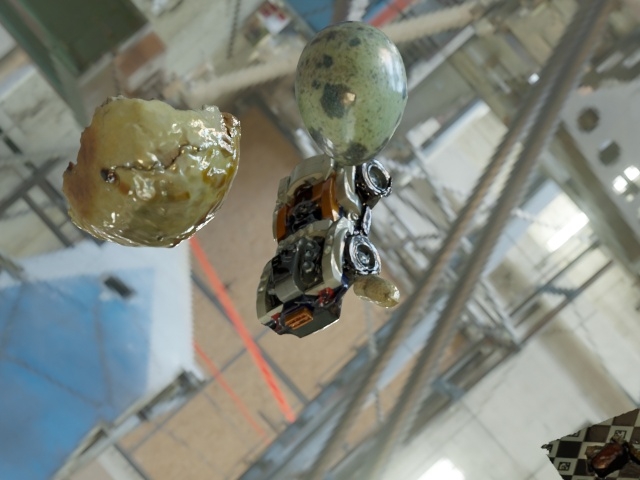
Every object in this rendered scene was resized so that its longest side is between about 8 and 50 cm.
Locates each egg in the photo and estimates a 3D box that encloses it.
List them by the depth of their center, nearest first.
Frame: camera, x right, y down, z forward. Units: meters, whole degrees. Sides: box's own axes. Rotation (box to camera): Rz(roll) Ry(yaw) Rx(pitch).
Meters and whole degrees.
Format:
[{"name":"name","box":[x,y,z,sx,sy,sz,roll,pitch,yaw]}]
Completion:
[{"name":"egg","box":[0.039,-0.184,1.601,0.141,0.181,0.141,-1,180,0]}]

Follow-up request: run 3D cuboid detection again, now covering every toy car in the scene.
[{"name":"toy car","box":[-0.002,0.000,1.794,0.193,0.118,0.301,-29,-147,37]}]

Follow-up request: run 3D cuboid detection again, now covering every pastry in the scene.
[{"name":"pastry","box":[-0.225,-0.076,1.816,0.237,0.170,0.256,2,141,-32]}]

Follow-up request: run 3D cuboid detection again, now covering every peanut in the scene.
[{"name":"peanut","box":[0.066,0.060,1.519,0.037,0.037,0.083,-42,-153,-8]}]

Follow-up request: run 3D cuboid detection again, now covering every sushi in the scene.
[{"name":"sushi","box":[0.326,0.238,1.445,0.126,0.120,0.026,-25,-147,14]}]
